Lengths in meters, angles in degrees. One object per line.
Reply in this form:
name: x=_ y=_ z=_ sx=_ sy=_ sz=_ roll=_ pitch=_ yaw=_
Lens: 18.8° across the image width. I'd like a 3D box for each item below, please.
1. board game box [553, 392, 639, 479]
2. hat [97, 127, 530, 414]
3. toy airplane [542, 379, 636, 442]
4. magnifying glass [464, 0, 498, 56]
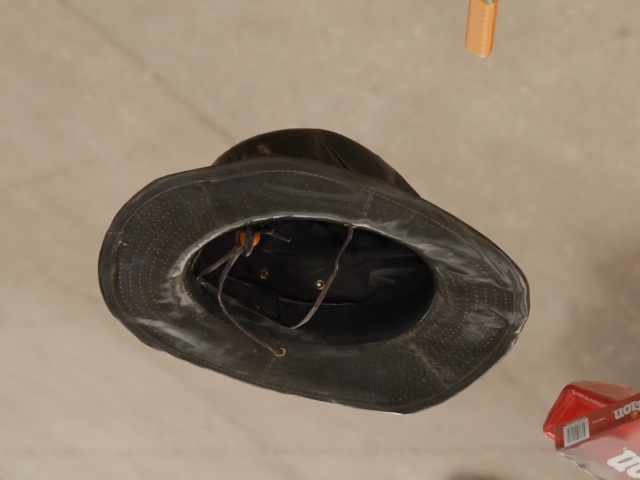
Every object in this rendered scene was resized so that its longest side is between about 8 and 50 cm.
board game box: x=0.331 y=0.193 z=1.581 sx=0.145 sy=0.027 sz=0.281 roll=-27 pitch=136 yaw=34
hat: x=0.000 y=0.000 z=1.510 sx=0.331 sy=0.134 sz=0.331 roll=5 pitch=141 yaw=4
toy airplane: x=0.472 y=0.266 z=2.160 sx=0.272 sy=0.386 sz=0.384 roll=-100 pitch=-11 yaw=-72
magnifying glass: x=0.155 y=-0.247 z=1.815 sx=0.092 sy=0.026 sz=0.231 roll=30 pitch=157 yaw=16
